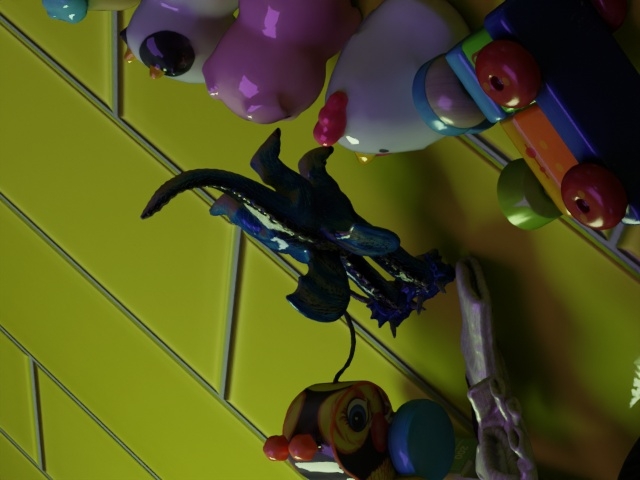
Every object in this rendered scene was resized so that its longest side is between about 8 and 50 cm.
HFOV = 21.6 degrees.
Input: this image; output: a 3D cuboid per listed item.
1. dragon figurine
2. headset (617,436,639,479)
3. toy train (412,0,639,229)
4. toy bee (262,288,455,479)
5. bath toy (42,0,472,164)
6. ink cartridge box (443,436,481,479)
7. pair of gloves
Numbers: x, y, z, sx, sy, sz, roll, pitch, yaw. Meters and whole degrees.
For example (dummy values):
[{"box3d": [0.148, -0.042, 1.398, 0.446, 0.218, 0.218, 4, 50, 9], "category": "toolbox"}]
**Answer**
[{"box3d": [0.000, 0.000, 1.216, 0.144, 0.085, 0.289, 47, -165, 22], "category": "dragon figurine"}, {"box3d": [0.290, 0.103, 0.822, 0.185, 0.243, 0.394, 60, 166, -17], "category": "headset"}, {"box3d": [0.164, -0.035, 1.030, 0.248, 0.105, 0.143, 54, 151, -7], "category": "toy train"}, {"box3d": [0.019, 0.175, 1.359, 0.195, 0.162, 0.298, -36, 85, 41], "category": "toy bee"}, {"box3d": [-0.047, -0.148, 1.191, 0.348, 0.129, 0.151, 30, 146, 33], "category": "bath toy"}, {"box3d": [0.156, 0.251, 1.456, 0.235, 0.056, 0.171, -1, 126, 35], "category": "ink cartridge box"}, {"box3d": [0.132, 0.153, 1.234, 0.240, 0.042, 0.204, -100, -5, -54], "category": "pair of gloves"}]
